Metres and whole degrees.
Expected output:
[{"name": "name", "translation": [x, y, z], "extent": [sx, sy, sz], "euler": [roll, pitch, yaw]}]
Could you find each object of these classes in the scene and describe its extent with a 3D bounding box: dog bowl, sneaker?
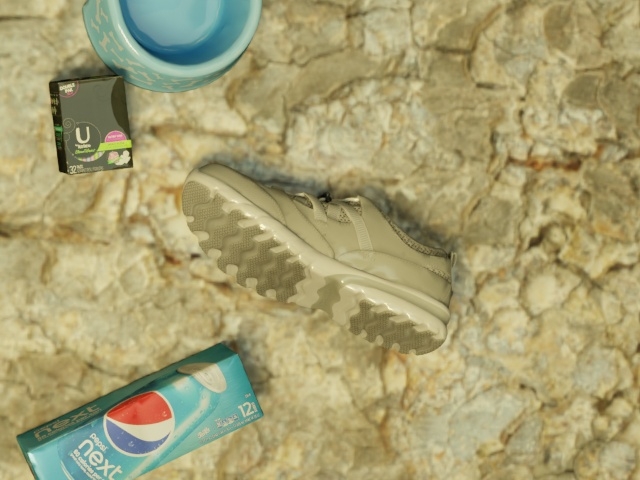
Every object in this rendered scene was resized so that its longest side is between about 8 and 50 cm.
[{"name": "dog bowl", "translation": [-0.140, -0.277, 1.726], "extent": [0.166, 0.074, 0.297], "euler": [-15, 100, -15]}, {"name": "sneaker", "translation": [0.000, 0.000, 1.800], "extent": [0.281, 0.105, 0.115], "euler": [30, 57, -15]}]

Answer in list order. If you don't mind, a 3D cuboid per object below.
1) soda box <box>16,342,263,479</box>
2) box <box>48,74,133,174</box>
[{"name": "soda box", "translation": [-0.163, 0.169, 1.764], "extent": [0.210, 0.071, 0.067], "euler": [-25, 102, -13]}, {"name": "box", "translation": [-0.205, -0.104, 1.734], "extent": [0.062, 0.052, 0.083], "euler": [-7, 97, -17]}]
